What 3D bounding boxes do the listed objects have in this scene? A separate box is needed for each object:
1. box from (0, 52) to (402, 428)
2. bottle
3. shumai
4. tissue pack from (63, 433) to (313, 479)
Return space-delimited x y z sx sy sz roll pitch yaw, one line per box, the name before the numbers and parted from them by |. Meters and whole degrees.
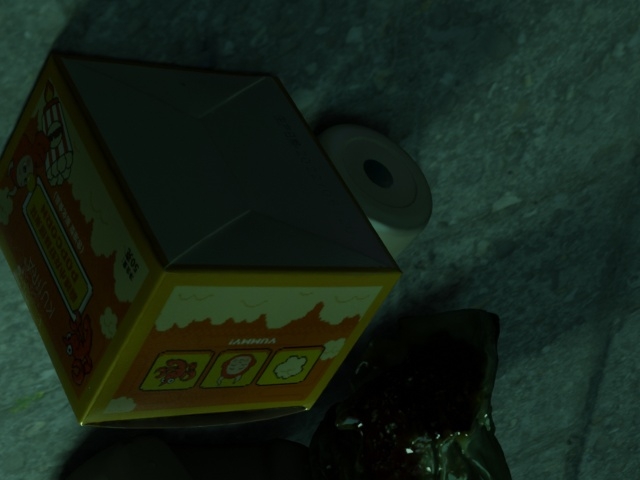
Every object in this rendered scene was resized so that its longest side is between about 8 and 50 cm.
box | -0.128 0.001 1.409 0.260 0.283 0.214 0 134 -37
bottle | 0.000 0.000 1.639 0.148 0.147 0.236 3 141 -40
shumai | 0.165 0.259 1.922 0.292 0.330 0.288 13 132 -42
tissue pack | -0.162 0.404 1.908 0.387 0.267 0.277 7 133 -44
